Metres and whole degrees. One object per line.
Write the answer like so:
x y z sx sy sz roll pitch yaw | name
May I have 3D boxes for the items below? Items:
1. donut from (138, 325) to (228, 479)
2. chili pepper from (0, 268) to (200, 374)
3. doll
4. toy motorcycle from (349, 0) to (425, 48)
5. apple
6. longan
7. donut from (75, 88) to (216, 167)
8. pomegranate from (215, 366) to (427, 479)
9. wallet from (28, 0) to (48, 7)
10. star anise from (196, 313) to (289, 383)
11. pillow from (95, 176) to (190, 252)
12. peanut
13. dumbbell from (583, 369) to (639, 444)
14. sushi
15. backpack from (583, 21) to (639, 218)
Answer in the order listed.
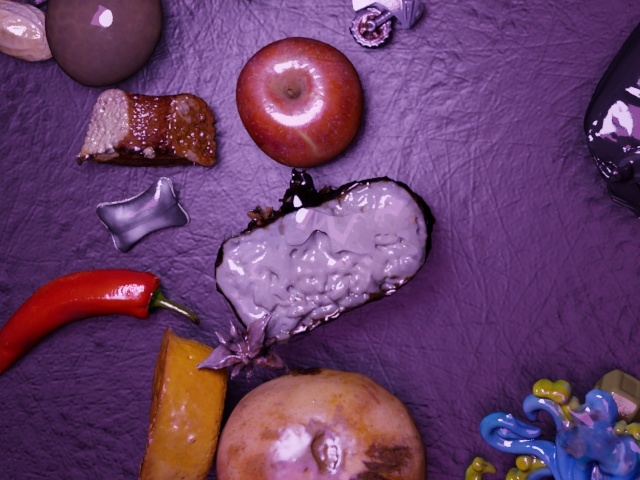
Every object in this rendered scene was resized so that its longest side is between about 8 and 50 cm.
-0.214 0.278 1.837 0.108 0.277 0.278 12 93 -9 | donut
-0.385 0.116 1.943 0.368 0.092 0.137 -15 109 13 | chili pepper
0.399 0.365 1.820 0.346 0.099 0.341 19 120 19 | doll
0.094 -0.412 1.874 0.122 0.080 0.215 -9 86 6 | toy motorcycle
-0.030 -0.212 1.856 0.201 0.162 0.201 -1 80 8 | apple
-0.337 -0.346 1.866 0.198 0.198 0.212 5 75 6 | longan
-0.276 -0.172 1.906 0.186 0.144 0.126 2 85 36 | donut
0.002 0.341 1.802 0.322 0.322 0.322 0 92 6 | pomegranate
-0.460 -0.514 1.953 0.124 0.025 0.244 -22 91 6 | wallet
-0.120 0.167 1.756 0.129 0.056 0.124 -14 122 2 | star anise
-0.288 -0.040 1.933 0.135 0.055 0.091 -21 92 8 | pillow
-0.521 -0.350 1.929 0.214 0.098 0.090 19 119 7 | peanut
0.546 0.314 1.832 0.302 0.121 0.108 29 122 5 | dumbbell
0.000 0.000 1.827 0.348 0.207 0.234 -20 100 7 | sushi
0.623 -0.148 1.747 0.445 0.255 0.363 34 101 1 | backpack
